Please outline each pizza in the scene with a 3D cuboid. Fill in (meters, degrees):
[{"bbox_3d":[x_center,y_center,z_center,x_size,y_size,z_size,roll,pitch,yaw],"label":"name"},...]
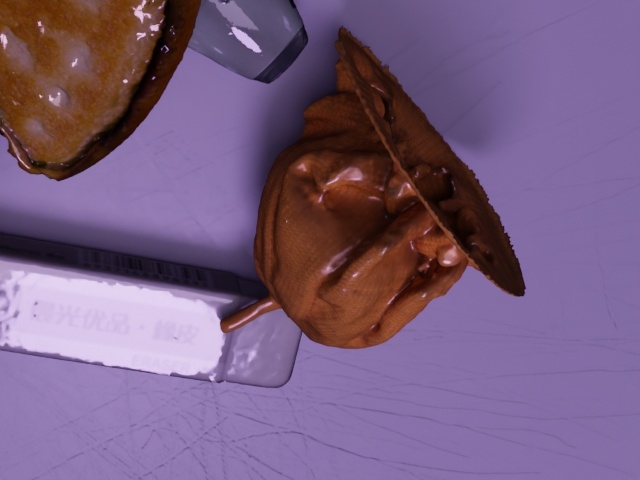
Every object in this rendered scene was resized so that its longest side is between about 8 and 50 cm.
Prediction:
[{"bbox_3d":[-0.227,-0.163,0.856,0.287,0.074,0.251,17,127,9],"label":"pizza"}]

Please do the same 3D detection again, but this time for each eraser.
[{"bbox_3d":[-0.190,0.056,0.966,0.351,0.061,0.089,10,109,-15],"label":"eraser"}]

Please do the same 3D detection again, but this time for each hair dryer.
[{"bbox_3d":[-0.075,-0.280,0.866,0.229,0.092,0.267,24,91,-13],"label":"hair dryer"}]

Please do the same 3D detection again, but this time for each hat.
[{"bbox_3d":[0.000,0.000,0.915,0.233,0.233,0.244,-37,95,17],"label":"hat"}]
